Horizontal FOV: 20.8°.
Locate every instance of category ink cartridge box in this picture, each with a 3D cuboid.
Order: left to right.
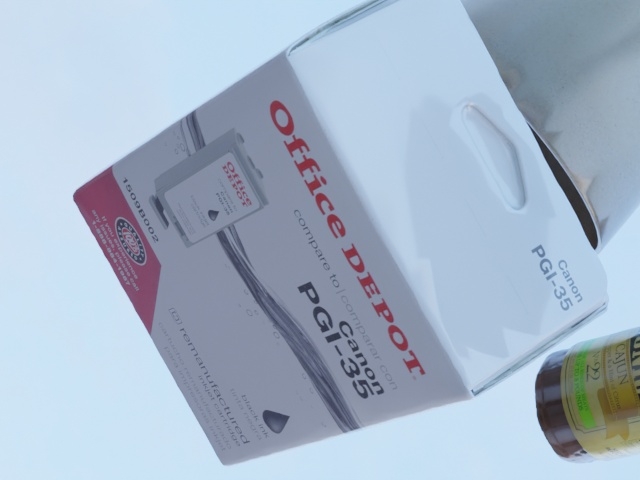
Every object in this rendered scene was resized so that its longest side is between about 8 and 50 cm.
[{"bbox_3d":[0.000,0.000,0.998,0.283,0.117,0.207,-26,-86,57],"label":"ink cartridge box"}]

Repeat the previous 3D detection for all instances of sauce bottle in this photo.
[{"bbox_3d":[0.344,0.107,1.458,0.344,0.111,0.111,-20,-101,37],"label":"sauce bottle"}]

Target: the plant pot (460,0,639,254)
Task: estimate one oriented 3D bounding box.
[{"bbox_3d":[0.256,-0.169,1.527,0.256,0.274,0.256,48,-8,9],"label":"plant pot"}]
